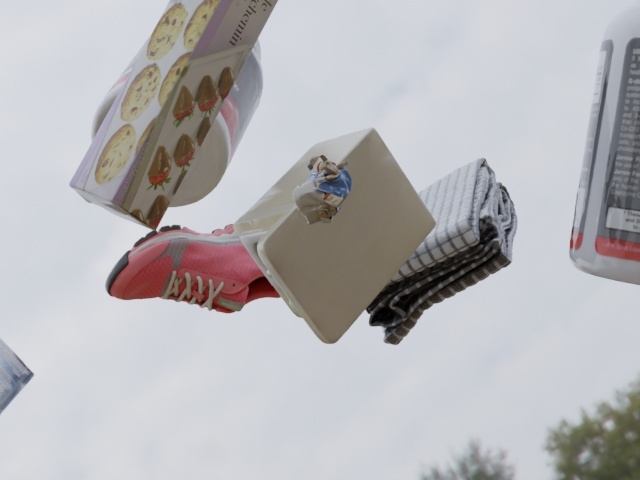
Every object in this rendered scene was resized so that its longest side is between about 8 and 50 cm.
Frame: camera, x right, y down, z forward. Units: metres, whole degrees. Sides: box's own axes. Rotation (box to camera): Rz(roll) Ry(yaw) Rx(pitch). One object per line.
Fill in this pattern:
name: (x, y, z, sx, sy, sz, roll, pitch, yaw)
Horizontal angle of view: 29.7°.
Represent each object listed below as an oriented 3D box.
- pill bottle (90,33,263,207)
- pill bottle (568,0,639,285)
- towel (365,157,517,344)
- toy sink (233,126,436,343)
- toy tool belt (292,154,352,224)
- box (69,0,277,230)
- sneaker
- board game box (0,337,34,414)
pill bottle: (-0.173, -0.192, 1.599, 0.176, 0.318, 0.176, 5, -58, 8)
pill bottle: (0.390, -0.132, 1.267, 0.210, 0.210, 0.363, 5, -84, -36)
towel: (0.167, 0.013, 1.756, 0.235, 0.283, 0.121, -30, -75, 20)
toy sink: (0.000, 0.000, 1.442, 0.131, 0.234, 0.153, -11, -59, 51)
toy tool belt: (0.012, -0.054, 1.186, 0.051, 0.083, 0.052, -15, -57, 33)
box: (-0.107, -0.167, 1.052, 0.063, 0.067, 0.324, 38, -103, -51)
sneaker: (-0.176, 0.054, 1.858, 0.314, 0.136, 0.116, -11, -37, -38)
board game box: (-0.313, 0.148, 0.973, 0.194, 0.060, 0.194, -40, 5, 11)
